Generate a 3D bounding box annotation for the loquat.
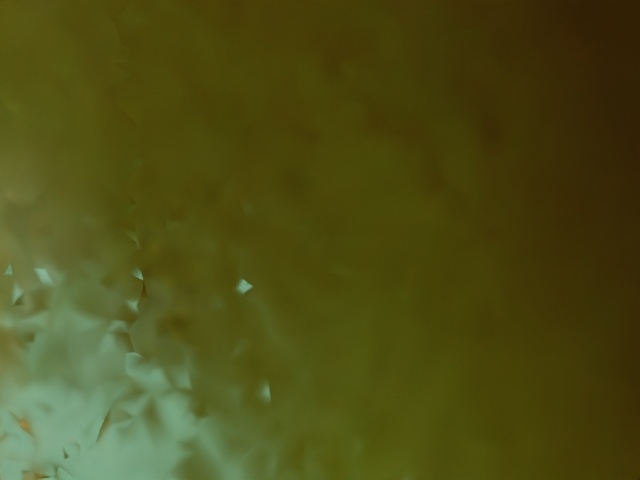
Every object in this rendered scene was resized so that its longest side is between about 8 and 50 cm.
[{"bbox_3d":[0.000,0.000,0.490,0.359,0.328,0.328,-13,112,37],"label":"loquat"}]
